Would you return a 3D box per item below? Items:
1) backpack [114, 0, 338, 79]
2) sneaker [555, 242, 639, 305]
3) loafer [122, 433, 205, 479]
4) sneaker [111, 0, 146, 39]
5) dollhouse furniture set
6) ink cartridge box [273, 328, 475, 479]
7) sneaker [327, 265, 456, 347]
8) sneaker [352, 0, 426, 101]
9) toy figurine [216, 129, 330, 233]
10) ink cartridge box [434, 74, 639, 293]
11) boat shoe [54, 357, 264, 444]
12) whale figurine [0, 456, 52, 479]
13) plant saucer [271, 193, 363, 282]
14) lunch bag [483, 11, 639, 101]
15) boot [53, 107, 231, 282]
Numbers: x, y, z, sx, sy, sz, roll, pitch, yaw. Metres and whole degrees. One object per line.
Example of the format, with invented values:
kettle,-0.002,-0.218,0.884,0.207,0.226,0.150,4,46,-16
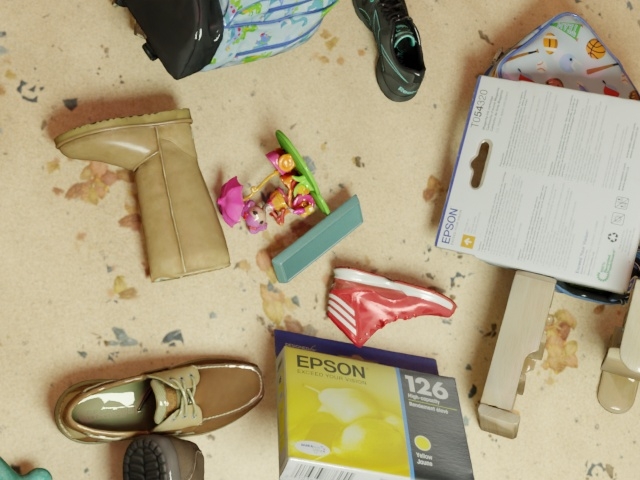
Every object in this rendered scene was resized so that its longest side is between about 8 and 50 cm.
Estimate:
backpack,-0.121,-0.426,1.544,0.355,0.273,0.290,-6,60,-50
sneaker,0.549,0.071,1.684,0.330,0.147,0.130,2,103,-3
loafer,-0.210,0.468,1.430,0.130,0.134,0.366,-2,94,-54
sneaker,-0.273,-0.352,1.599,0.071,0.066,0.188,-38,88,-2
dollhouse furniture set,0.485,0.235,1.576,0.394,0.362,0.256,15,74,15
ink cartridge box,0.079,0.260,1.499,0.303,0.072,0.307,12,41,-15
sneaker,0.114,0.130,1.625,0.221,0.087,0.128,16,85,-1
sneaker,0.134,-0.387,1.696,0.101,0.106,0.267,-15,84,-17
toy figurine,-0.091,-0.071,1.590,0.159,0.130,0.173,-34,116,-6
ink cartridge box,0.396,-0.100,1.632,0.330,0.071,0.324,14,84,20
boat shoe,-0.242,0.254,1.466,0.324,0.120,0.123,-10,84,-18
whale figurine,-0.492,0.374,1.358,0.216,0.141,0.272,-14,87,-18
plant saucer,0.000,0.000,1.612,0.192,0.067,0.018,-38,53,-18
lunch bag,0.448,-0.257,1.765,0.243,0.115,0.303,-40,92,-13
boot,-0.284,-0.064,1.526,0.236,0.089,0.270,-12,89,-9
